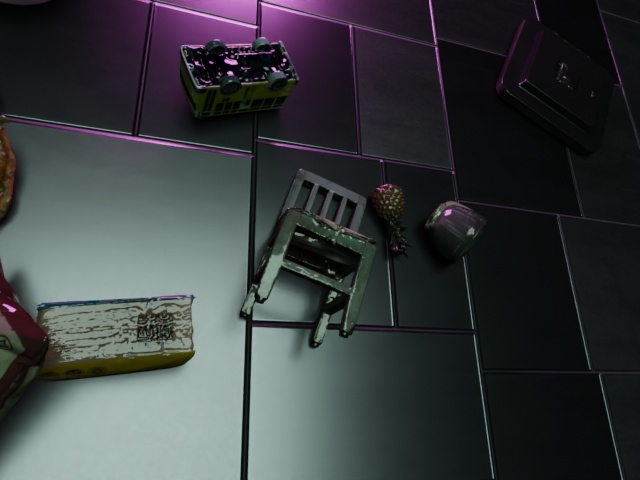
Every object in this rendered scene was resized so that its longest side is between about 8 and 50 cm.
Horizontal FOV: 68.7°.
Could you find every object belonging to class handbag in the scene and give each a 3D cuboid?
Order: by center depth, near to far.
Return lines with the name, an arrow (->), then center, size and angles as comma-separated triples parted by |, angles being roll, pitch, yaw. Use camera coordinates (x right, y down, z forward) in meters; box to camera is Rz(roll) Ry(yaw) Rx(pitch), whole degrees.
handbag -> -0.376, 0.125, 0.458 | 0.212, 0.127, 0.235 | 35, 83, 29

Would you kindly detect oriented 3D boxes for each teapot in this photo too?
teapot -> 0.231, -0.021, 0.816 | 0.090, 0.124, 0.092 | 40, 103, 15

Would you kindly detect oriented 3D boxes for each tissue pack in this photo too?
tissue pack -> -0.238, 0.117, 0.560 | 0.169, 0.120, 0.082 | -1, 73, -22

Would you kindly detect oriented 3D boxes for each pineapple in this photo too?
pineapple -> 0.118, -0.029, 0.787 | 0.058, 0.058, 0.125 | -1, 77, -20

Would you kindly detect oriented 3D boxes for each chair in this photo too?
chair -> 0.000, 0.000, 0.678 | 0.136, 0.147, 0.271 | 25, 65, -9

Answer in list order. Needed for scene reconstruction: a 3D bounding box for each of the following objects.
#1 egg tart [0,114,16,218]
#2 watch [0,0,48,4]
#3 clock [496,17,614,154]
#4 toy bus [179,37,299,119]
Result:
egg tart -> -0.479, -0.084, 0.524 | 0.098, 0.232, 0.252 | 10, 44, 26
watch -> -0.439, -0.482, 0.685 | 0.243, 0.196, 0.232 | 15, 73, -18
clock -> 0.546, -0.359, 1.065 | 0.273, 0.049, 0.279 | 31, 63, -7
toy bus -> -0.135, -0.256, 0.750 | 0.174, 0.101, 0.088 | -16, 76, -29
